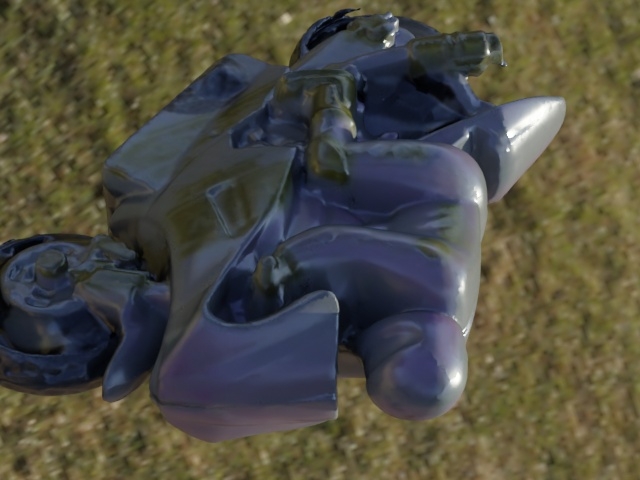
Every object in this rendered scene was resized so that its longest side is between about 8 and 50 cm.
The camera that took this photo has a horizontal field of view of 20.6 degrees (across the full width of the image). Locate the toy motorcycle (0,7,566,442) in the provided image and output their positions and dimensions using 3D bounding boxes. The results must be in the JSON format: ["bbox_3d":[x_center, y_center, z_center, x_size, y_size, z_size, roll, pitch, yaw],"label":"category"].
[{"bbox_3d":[0.000,0.000,0.583,0.152,0.073,0.225,32,52,28],"label":"toy motorcycle"}]
